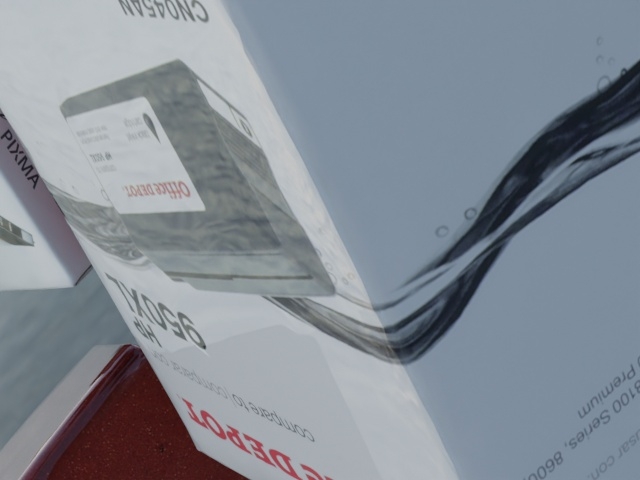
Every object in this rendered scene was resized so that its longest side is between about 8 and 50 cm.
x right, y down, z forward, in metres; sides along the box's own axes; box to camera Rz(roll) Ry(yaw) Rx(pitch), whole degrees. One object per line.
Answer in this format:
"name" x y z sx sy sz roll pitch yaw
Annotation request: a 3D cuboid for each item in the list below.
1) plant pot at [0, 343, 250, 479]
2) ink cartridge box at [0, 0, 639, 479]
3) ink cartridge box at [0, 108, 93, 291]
"plant pot" -0.113 0.210 1.057 0.235 0.267 0.267 -65 13 -11
"ink cartridge box" -0.010 -0.065 0.658 0.166 0.395 0.285 -38 28 -22
"ink cartridge box" -0.259 -0.081 1.303 0.239 0.275 0.060 -4 35 39
